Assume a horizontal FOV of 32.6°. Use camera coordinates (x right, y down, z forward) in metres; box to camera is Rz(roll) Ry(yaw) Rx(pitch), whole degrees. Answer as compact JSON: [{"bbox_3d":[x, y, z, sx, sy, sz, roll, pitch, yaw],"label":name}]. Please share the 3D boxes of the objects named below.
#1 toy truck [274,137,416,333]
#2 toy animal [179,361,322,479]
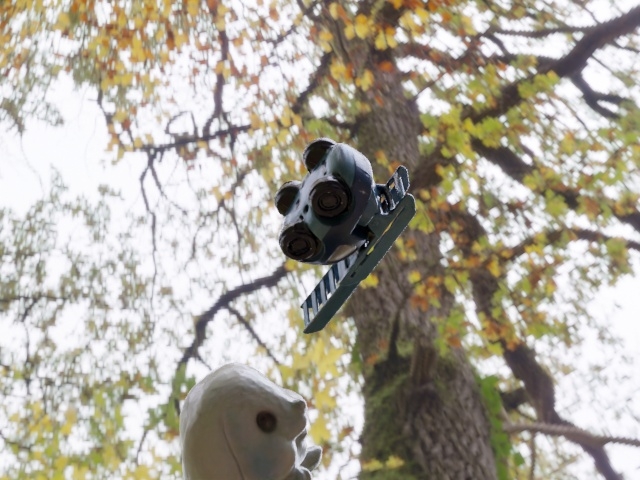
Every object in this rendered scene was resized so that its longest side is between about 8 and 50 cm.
[{"bbox_3d":[0.000,0.000,0.718,0.074,0.063,0.136,22,-54,-23],"label":"toy truck"},{"bbox_3d":[-0.086,0.291,1.374,0.174,0.249,0.289,-5,-88,8],"label":"toy animal"}]
